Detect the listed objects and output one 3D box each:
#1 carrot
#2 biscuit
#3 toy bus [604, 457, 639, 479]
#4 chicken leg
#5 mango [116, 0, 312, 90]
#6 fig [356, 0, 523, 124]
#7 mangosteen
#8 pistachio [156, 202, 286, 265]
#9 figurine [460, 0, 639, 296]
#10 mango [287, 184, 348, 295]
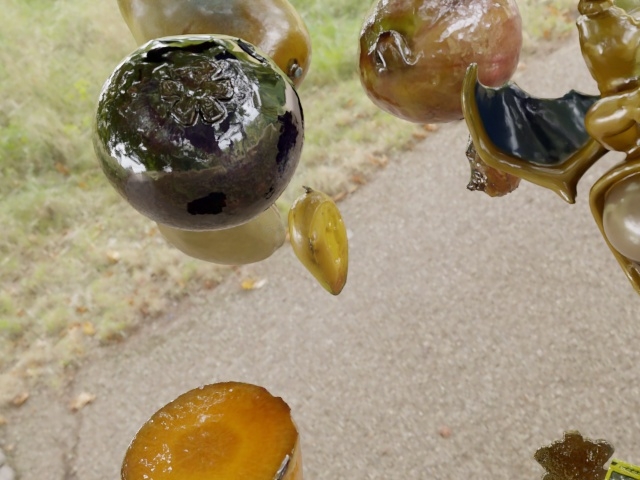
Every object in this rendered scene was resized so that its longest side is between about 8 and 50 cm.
[{"bbox_3d":[-0.071,0.265,0.820,0.159,0.225,0.159,-12,29,7],"label":"carrot"},{"bbox_3d":[0.372,0.341,1.325,0.119,0.130,0.019,-4,9,0],"label":"biscuit"},{"bbox_3d":[0.414,0.364,1.186,0.081,0.226,0.074,17,61,31],"label":"toy bus"},{"bbox_3d":[0.313,-0.232,1.681,0.113,0.304,0.093,-8,-1,-14],"label":"chicken leg"},{"bbox_3d":[-0.170,-0.316,1.360,0.384,0.199,0.221,34,68,28],"label":"mango"},{"bbox_3d":[0.156,-0.273,1.266,0.263,0.224,0.224,-44,27,-26],"label":"fig"},{"bbox_3d":[-0.110,-0.096,0.853,0.194,0.194,0.230,-42,-8,-7],"label":"mangosteen"},{"bbox_3d":[-0.193,-0.051,1.632,0.181,0.293,0.162,-43,38,28],"label":"pistachio"},{"bbox_3d":[0.402,-0.117,0.945,0.401,0.387,0.268,-25,12,-19],"label":"figurine"},{"bbox_3d":[0.000,0.000,1.410,0.066,0.187,0.101,0,32,40],"label":"mango"}]
